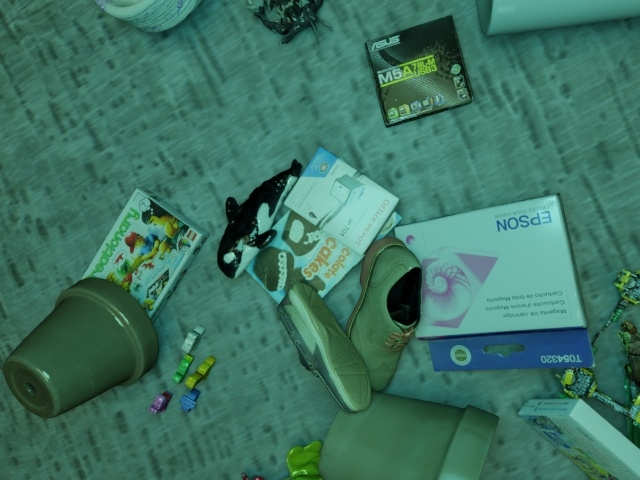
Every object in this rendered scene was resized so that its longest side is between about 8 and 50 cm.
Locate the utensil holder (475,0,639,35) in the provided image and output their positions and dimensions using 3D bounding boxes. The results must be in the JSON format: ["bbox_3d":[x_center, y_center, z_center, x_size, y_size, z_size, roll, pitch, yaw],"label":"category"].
[{"bbox_3d":[0.480,-0.542,0.880,0.384,0.327,0.328,-5,91,12],"label":"utensil holder"}]

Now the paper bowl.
[{"bbox_3d":[-0.346,-0.590,1.074,0.284,0.148,0.285,-1,88,30],"label":"paper bowl"}]

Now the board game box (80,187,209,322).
[{"bbox_3d":[-0.420,0.058,1.179,0.192,0.053,0.305,34,97,7],"label":"board game box"}]

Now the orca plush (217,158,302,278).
[{"bbox_3d":[-0.146,-0.063,1.069,0.102,0.151,0.287,35,99,-32],"label":"orca plush"}]

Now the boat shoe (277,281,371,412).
[{"bbox_3d":[0.001,0.220,1.015,0.092,0.102,0.285,-45,63,27],"label":"boat shoe"}]

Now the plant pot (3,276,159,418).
[{"bbox_3d":[-0.520,0.241,1.070,0.262,0.229,0.263,11,118,22],"label":"plant pot"}]

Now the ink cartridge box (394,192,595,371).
[{"bbox_3d":[0.329,0.102,0.990,0.323,0.071,0.331,-12,89,33],"label":"ink cartridge box"}]

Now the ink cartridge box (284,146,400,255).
[{"bbox_3d":[0.046,-0.077,1.023,0.190,0.082,0.140,34,96,8],"label":"ink cartridge box"}]

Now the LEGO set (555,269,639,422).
[{"bbox_3d":[0.592,0.209,0.913,0.255,0.192,0.331,41,101,30],"label":"LEGO set"}]

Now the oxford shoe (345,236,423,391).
[{"bbox_3d":[0.131,0.176,1.014,0.122,0.130,0.349,-5,113,-19],"label":"oxford shoe"}]

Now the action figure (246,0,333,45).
[{"bbox_3d":[-0.097,-0.529,1.065,0.275,0.141,0.164,37,86,8],"label":"action figure"}]

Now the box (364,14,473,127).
[{"bbox_3d":[0.206,-0.354,1.067,0.190,0.045,0.184,-14,92,9],"label":"box"}]

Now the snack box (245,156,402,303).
[{"bbox_3d":[0.000,0.000,1.104,0.187,0.060,0.322,45,98,5],"label":"snack box"}]

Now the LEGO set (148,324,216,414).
[{"bbox_3d":[-0.307,0.318,1.148,0.086,0.093,0.227,27,96,7],"label":"LEGO set"}]

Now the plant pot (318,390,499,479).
[{"bbox_3d":[0.159,0.438,0.986,0.280,0.323,0.324,19,95,23],"label":"plant pot"}]

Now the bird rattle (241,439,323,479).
[{"bbox_3d":[-0.060,0.578,1.105,0.253,0.143,0.207,-41,102,11],"label":"bird rattle"}]

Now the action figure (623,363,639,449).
[{"bbox_3d":[0.663,0.325,1.008,0.137,0.063,0.233,-9,87,13],"label":"action figure"}]

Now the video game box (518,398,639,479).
[{"bbox_3d":[0.514,0.388,0.970,0.205,0.187,0.048,41,69,5],"label":"video game box"}]
